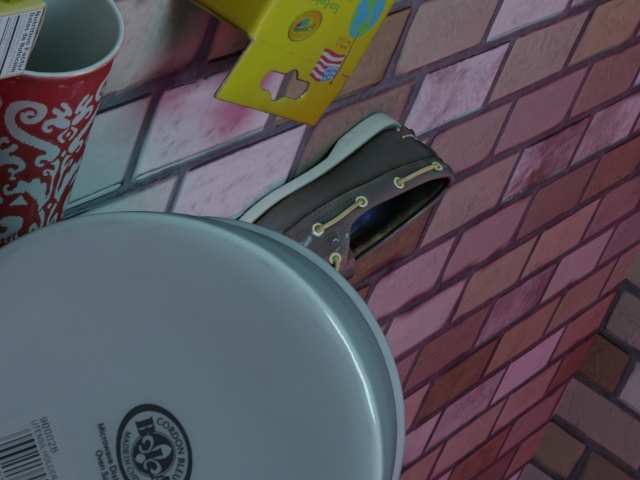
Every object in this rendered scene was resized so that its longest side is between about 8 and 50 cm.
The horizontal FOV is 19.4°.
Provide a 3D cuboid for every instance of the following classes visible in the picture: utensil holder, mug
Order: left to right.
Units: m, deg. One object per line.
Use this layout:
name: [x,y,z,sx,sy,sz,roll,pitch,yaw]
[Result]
mug: [-0.186,-0.088,1.228,0.150,0.113,0.169,-33,154,-42]
utensil holder: [-0.102,0.138,1.290,0.327,0.327,0.385,-55,177,-1]

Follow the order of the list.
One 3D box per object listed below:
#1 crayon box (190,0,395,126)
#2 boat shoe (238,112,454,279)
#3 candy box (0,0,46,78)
crayon box: [0.012,-0.250,1.453,0.318,0.081,0.202,-59,159,8]
boat shoe: [0.000,0.000,1.786,0.324,0.097,0.116,-41,156,-33]
candy box: [-0.253,-0.124,1.023,0.186,0.109,0.053,-23,143,-56]
